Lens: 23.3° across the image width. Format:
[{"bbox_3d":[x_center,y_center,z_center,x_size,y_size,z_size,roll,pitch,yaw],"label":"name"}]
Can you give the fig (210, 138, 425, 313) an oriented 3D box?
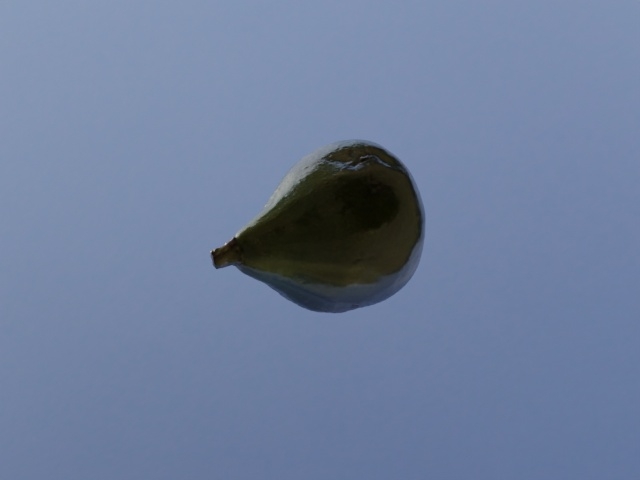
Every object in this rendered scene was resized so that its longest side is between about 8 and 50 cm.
[{"bbox_3d":[0.000,0.000,1.035,0.177,0.117,0.117,-22,-98,-55],"label":"fig"}]
